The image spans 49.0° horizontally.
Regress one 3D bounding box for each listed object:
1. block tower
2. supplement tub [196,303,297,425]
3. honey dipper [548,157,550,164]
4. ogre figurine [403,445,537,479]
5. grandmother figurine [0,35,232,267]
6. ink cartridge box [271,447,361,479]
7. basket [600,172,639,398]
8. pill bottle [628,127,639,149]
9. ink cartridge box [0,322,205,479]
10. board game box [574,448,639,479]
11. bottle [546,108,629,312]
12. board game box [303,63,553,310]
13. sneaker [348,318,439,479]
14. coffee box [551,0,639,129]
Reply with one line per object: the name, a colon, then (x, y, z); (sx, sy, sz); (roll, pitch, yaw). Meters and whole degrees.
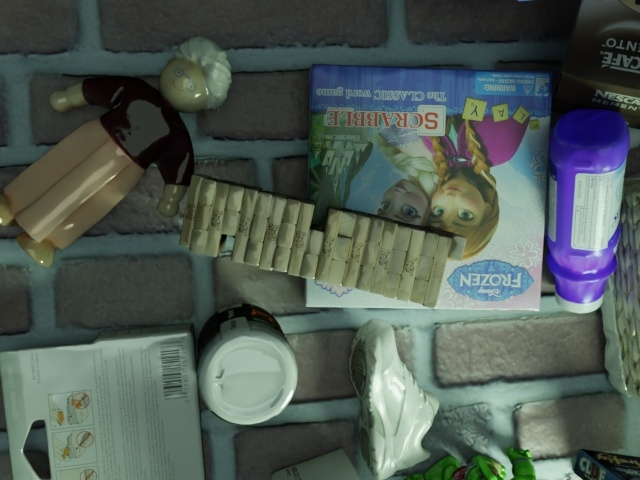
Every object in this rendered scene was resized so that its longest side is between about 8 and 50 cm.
block tower: (0.000, 0.000, 0.864); (0.335, 0.091, 0.097); (12, 96, -2)
supplement tub: (-0.096, 0.145, 0.877); (0.117, 0.190, 0.117); (-1, 97, -10)
honey dipper: (0.320, -0.112, 1.002); (0.160, 0.030, 0.030); (-17, 99, -8)
ogre figurine: (0.222, 0.347, 0.989); (0.197, 0.118, 0.097); (9, 94, -10)
grandmother figurine: (-0.243, -0.117, 0.874); (0.342, 0.104, 0.208); (-43, 110, 0)
ink cartridge box: (0.038, 0.445, 0.929); (0.114, 0.197, 0.273); (-20, 99, -8)
basket: (0.590, 0.060, 0.949); (0.328, 0.266, 0.331); (-11, 99, -9)
pill bottle: (0.450, -0.179, 0.983); (0.169, 0.094, 0.094); (-15, 98, -8)
ink cartridge box: (-0.277, 0.257, 0.926); (0.239, 0.060, 0.275); (-4, 97, -8)
board game box: (0.523, 0.367, 1.019); (0.243, 0.165, 0.042); (10, 94, -11)
bottle: (0.351, -0.028, 0.936); (0.092, 0.118, 0.283); (6, 128, 24)
board game box: (0.139, -0.068, 0.941); (0.318, 0.066, 0.318); (1, 96, -2)
sneaker: (0.107, 0.213, 0.981); (0.115, 0.090, 0.232); (-10, 107, -15)
coffee box: (0.419, -0.302, 0.899); (0.168, 0.119, 0.297); (15, 81, 14)
